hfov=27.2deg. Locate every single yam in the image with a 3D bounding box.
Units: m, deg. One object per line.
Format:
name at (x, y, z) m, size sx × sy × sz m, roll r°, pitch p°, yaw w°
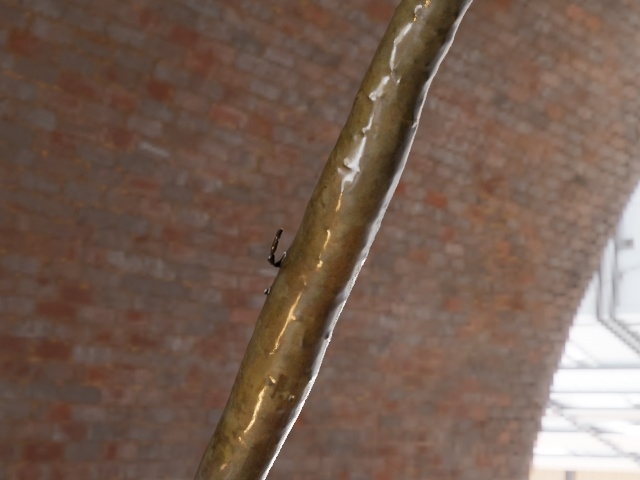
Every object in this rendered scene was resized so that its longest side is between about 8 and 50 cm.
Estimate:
yam at (0.001, 0.000, 0.414) m, size 0.027 × 0.029 × 0.234 m, roll -65°, pitch -2°, yaw -62°
